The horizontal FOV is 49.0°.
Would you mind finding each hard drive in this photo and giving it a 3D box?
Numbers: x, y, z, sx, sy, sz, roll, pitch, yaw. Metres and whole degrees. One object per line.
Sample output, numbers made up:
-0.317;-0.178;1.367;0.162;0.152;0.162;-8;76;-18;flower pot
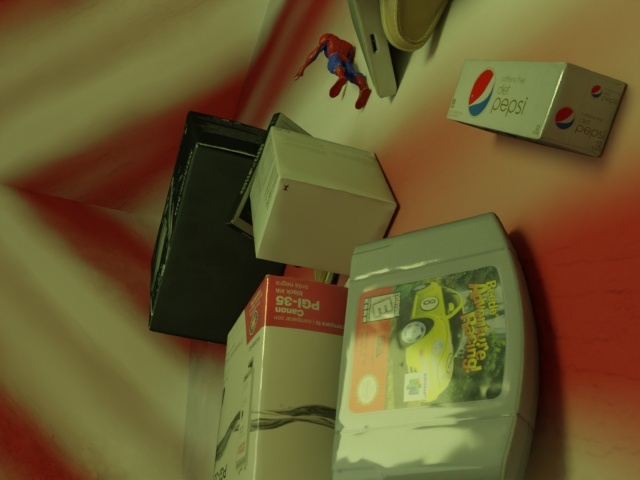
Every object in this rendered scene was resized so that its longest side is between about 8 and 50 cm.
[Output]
0.078;-0.418;1.266;0.308;0.040;0.203;-99;-7;-51;hard drive

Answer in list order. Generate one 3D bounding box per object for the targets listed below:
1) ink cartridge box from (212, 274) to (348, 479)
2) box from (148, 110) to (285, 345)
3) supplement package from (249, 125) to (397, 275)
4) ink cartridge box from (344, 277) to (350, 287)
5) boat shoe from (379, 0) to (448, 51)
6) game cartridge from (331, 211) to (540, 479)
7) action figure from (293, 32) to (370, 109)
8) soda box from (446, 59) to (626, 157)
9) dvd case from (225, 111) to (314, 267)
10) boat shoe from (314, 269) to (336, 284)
-0.044;0.213;0.812;0.207;0.117;0.283;127;150;-55;ink cartridge box
-0.259;-0.046;1.852;0.472;0.297;0.480;-126;51;-67;box
-0.004;-0.065;1.168;0.203;0.194;0.149;-103;29;-58;supplement package
0.073;0.192;0.850;0.197;0.114;0.273;120;155;-47;ink cartridge box
0.169;-0.428;1.026;0.098;0.109;0.303;-134;57;-63;boat shoe
0.115;0.108;0.698;0.196;0.060;0.294;-12;51;25;game cartridge
0.021;-0.339;1.470;0.139;0.091;0.280;-54;26;31;action figure
0.211;-0.143;0.727;0.216;0.069;0.074;-132;57;-70;soda box
-0.061;-0.094;1.329;0.029;0.179;0.239;-4;59;52;dvd case
0.000;0.000;1.321;0.068;0.072;0.190;143;138;-66;boat shoe
